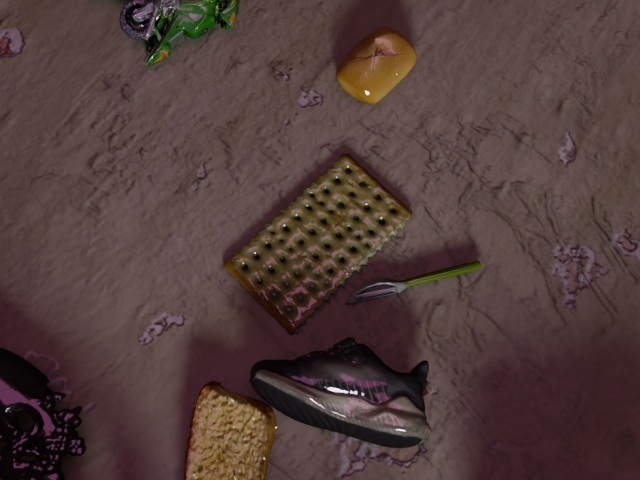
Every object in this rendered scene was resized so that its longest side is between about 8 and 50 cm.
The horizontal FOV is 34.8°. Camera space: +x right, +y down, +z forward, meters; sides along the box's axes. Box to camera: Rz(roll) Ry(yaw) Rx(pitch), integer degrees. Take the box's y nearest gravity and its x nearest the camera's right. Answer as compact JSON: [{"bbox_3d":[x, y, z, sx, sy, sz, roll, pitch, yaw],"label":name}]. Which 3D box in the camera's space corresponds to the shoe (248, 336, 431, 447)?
[{"bbox_3d":[0.032,0.173,1.237,0.228,0.099,0.112,19,64,3],"label":"shoe"}]

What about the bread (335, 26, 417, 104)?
[{"bbox_3d":[0.078,-0.245,1.404,0.115,0.056,0.082,-41,74,-13],"label":"bread"}]

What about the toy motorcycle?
[{"bbox_3d":[-0.184,-0.324,1.433,0.190,0.074,0.106,-32,81,-11],"label":"toy motorcycle"}]

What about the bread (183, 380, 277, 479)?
[{"bbox_3d":[-0.110,0.260,1.221,0.103,0.065,0.187,6,69,8],"label":"bread"}]

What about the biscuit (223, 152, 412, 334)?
[{"bbox_3d":[0.000,0.000,1.337,0.231,0.016,0.139,-43,74,-14],"label":"biscuit"}]

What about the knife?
[{"bbox_3d":[0.118,0.051,1.314,0.184,0.022,0.026,-13,97,-4],"label":"knife"}]

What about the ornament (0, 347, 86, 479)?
[{"bbox_3d":[-0.427,0.234,1.219,0.260,0.106,0.251,44,83,6],"label":"ornament"}]
